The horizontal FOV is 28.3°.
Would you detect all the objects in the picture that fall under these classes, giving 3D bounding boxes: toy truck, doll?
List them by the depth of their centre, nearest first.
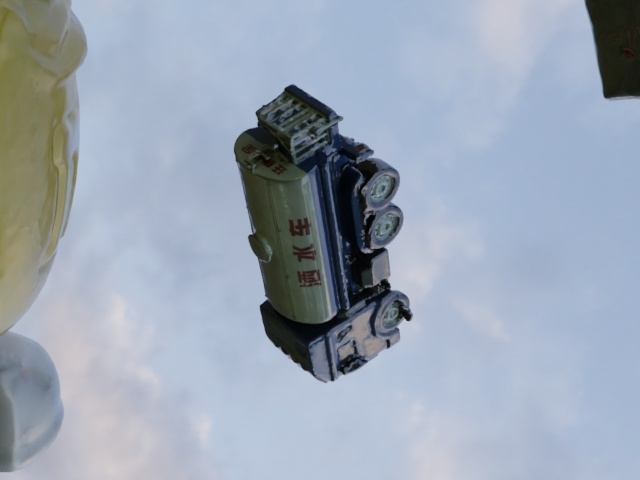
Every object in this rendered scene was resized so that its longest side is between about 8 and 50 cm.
[{"bbox_3d":[-0.187,-0.010,0.582,0.423,0.161,0.348,106,-20,-58],"label":"doll"},{"bbox_3d":[0.000,0.000,0.781,0.074,0.088,0.201,35,-32,37],"label":"toy truck"}]

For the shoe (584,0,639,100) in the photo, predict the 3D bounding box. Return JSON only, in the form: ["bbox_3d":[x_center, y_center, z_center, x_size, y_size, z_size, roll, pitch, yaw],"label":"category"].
[{"bbox_3d":[0.231,-0.125,0.884,0.195,0.078,0.079,49,2,-7],"label":"shoe"}]
